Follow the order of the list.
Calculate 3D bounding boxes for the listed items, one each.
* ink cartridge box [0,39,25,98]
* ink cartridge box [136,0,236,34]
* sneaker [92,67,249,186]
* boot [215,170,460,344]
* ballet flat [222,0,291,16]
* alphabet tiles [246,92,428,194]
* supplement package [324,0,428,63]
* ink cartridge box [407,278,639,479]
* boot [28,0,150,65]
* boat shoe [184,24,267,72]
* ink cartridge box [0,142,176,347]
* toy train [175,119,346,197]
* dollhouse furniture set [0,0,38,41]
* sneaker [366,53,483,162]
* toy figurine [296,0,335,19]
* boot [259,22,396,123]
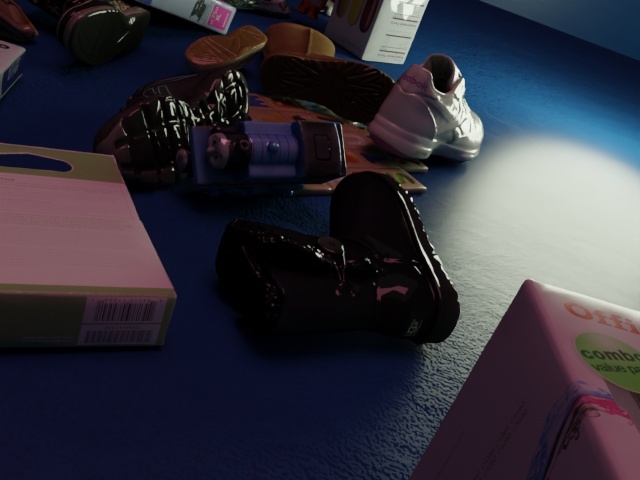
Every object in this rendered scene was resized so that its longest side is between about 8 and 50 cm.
[{"bbox_3d":[-0.462,-0.193,0.814,0.224,0.045,0.223,14,29,-13],"label":"ink cartridge box"},{"bbox_3d":[-0.302,-0.440,1.278,0.186,0.065,0.311,33,18,22],"label":"ink cartridge box"},{"bbox_3d":[-0.183,-0.132,0.875,0.106,0.101,0.267,4,24,23],"label":"sneaker"},{"bbox_3d":[0.000,0.000,0.732,0.207,0.094,0.246,9,36,-29],"label":"boot"},{"bbox_3d":[-0.129,-0.517,1.600,0.188,0.070,0.070,-8,40,-44],"label":"ballet flat"},{"bbox_3d":[-0.019,-0.143,1.067,0.343,0.011,0.285,-4,37,-38],"label":"alphabet tiles"},{"bbox_3d":[0.132,-0.510,1.572,0.134,0.244,0.139,-6,37,-42],"label":"supplement package"},{"bbox_3d":[0.185,0.191,0.410,0.198,0.197,0.270,16,28,-10],"label":"ink cartridge box"},{"bbox_3d":[-0.362,-0.330,1.070,0.179,0.085,0.236,28,21,0],"label":"boot"},{"bbox_3d":[-0.149,-0.285,1.180,0.063,0.059,0.170,44,44,12],"label":"boat shoe"},{"bbox_3d":[-0.234,-0.005,0.626,0.171,0.056,0.235,3,29,-31],"label":"ink cartridge box"},{"bbox_3d":[-0.063,-0.093,0.832,0.184,0.080,0.105,-3,-7,-36],"label":"toy train"},{"bbox_3d":[-0.558,-0.354,0.998,0.301,0.151,0.197,39,13,-50],"label":"dollhouse furniture set"},{"bbox_3d":[0.192,-0.200,1.152,0.114,0.152,0.305,33,23,22],"label":"sneaker"},{"bbox_3d":[0.021,-0.578,1.698,0.210,0.148,0.213,10,28,-37],"label":"toy figurine"},{"bbox_3d":[0.012,-0.293,1.262,0.236,0.089,0.269,17,24,-8],"label":"boot"}]
